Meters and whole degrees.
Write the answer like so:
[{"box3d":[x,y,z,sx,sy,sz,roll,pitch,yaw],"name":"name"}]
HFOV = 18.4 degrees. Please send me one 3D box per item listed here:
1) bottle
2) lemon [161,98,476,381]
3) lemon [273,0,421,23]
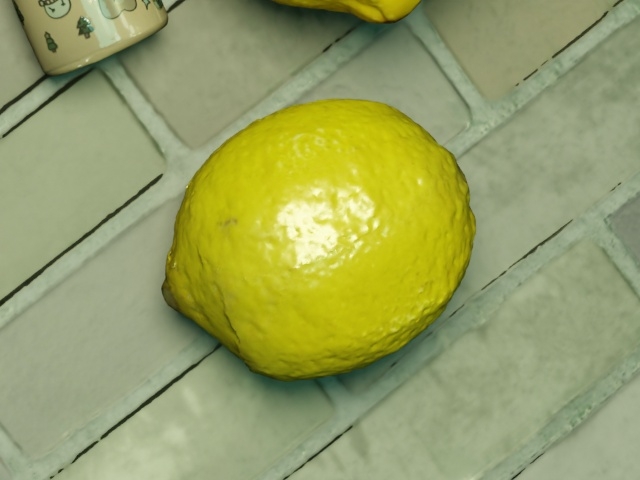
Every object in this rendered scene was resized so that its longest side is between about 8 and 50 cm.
[{"box3d":[-0.165,-0.190,1.267,0.099,0.099,0.152,-26,99,-10],"name":"bottle"},{"box3d":[0.002,0.000,1.269,0.193,0.180,0.180,-6,92,-31],"name":"lemon"},{"box3d":[0.008,-0.279,1.226,0.260,0.260,0.284,-24,67,-11],"name":"lemon"}]
